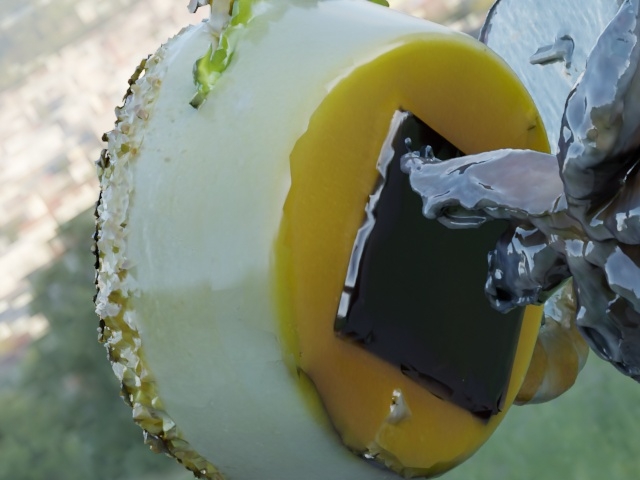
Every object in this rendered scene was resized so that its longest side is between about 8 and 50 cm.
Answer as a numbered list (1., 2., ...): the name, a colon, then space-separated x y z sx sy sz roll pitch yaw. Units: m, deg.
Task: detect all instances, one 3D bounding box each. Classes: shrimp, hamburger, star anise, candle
1. shrimp: 0.113 0.026 1.250 0.049 0.161 0.166 -42 10 45
2. hamburger: 0.000 0.000 1.061 0.179 0.276 0.294 3 74 41
3. star anise: 0.128 -0.002 0.826 0.063 0.172 0.208 -42 5 -35
4. candle: 0.168 -0.113 1.157 0.068 0.168 0.192 -10 -34 -25
